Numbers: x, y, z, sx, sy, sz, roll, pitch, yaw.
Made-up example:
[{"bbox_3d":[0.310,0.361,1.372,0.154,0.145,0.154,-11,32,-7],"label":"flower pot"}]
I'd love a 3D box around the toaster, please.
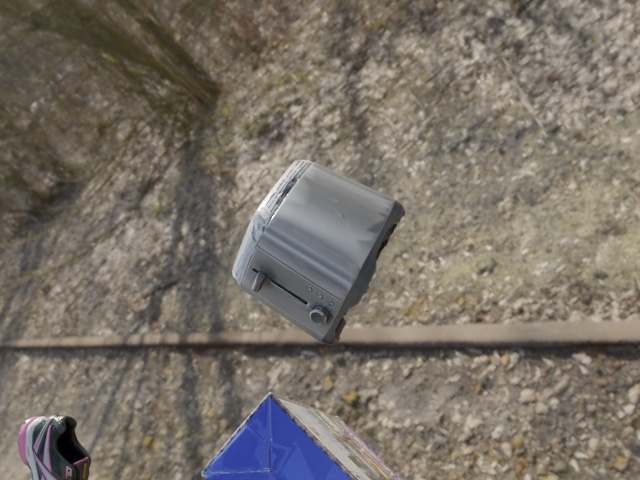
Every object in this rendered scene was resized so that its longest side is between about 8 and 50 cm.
[{"bbox_3d":[0.000,0.000,0.893,0.227,0.146,0.129,-58,-4,-48],"label":"toaster"}]

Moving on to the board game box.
[{"bbox_3d":[0.013,0.355,1.065,0.232,0.291,0.141,40,88,27],"label":"board game box"}]

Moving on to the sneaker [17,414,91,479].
[{"bbox_3d":[-0.328,0.308,0.990,0.077,0.178,0.072,-20,0,23],"label":"sneaker"}]
